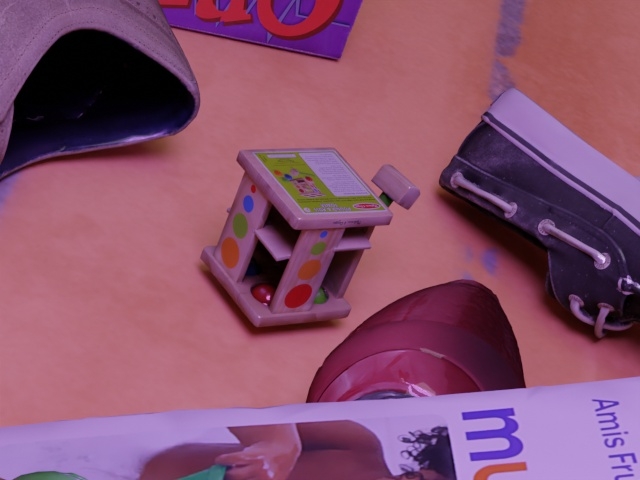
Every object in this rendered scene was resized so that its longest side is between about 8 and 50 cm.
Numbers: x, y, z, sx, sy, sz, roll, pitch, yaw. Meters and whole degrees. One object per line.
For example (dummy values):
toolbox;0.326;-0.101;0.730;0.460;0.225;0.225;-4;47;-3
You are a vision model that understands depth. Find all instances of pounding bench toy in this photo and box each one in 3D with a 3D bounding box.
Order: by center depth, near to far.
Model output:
pounding bench toy;0.000;0.000;0.855;0.083;0.065;0.052;-4;39;-37

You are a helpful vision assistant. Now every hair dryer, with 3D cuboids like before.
hair dryer;0.087;0.111;0.757;0.224;0.080;0.293;30;22;-38

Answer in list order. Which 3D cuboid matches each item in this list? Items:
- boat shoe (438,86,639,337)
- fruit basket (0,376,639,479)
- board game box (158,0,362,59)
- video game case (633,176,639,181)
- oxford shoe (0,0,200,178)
boat shoe;0.145;0.011;0.933;0.219;0.070;0.078;42;2;38
fruit basket;-0.063;0.121;0.386;0.353;0.165;0.327;-8;31;3
board game box;-0.117;-0.220;0.982;0.347;0.208;0.056;9;37;-21
video game case;0.177;-0.005;1.032;0.122;0.011;0.087;-3;40;-36
oxford shoe;-0.190;-0.080;0.805;0.348;0.123;0.130;-15;53;-45
